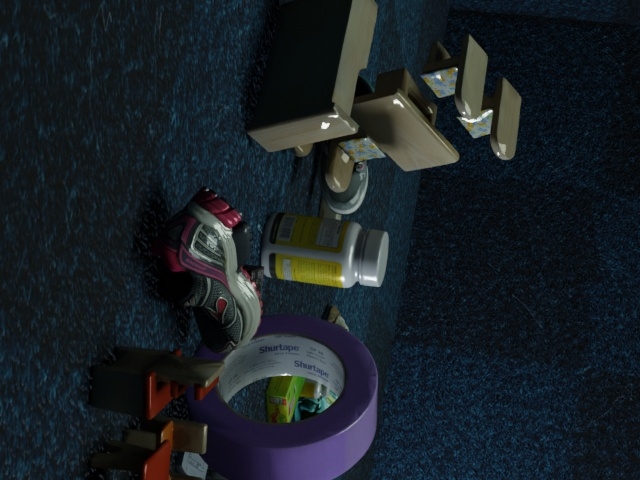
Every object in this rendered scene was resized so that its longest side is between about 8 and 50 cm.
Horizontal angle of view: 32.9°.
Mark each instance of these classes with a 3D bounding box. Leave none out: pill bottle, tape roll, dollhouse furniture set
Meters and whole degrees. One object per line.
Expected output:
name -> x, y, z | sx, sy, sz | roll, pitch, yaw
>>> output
pill bottle -> -0.024, 0.306, 2.254 | 0.043, 0.083, 0.043 | 8, 90, -78
pill bottle -> 0.009, 0.020, 1.912 | 0.119, 0.208, 0.119 | 8, 90, -78
tape roll -> -0.055, 0.227, 1.566 | 0.275, 0.275, 0.090 | -68, 161, -52
dollhouse furniture set -> -0.193, 0.263, 1.259 | 0.262, 0.135, 0.259 | -43, 139, -72
dollhouse furniture set -> 0.085, -0.202, 1.835 | 0.394, 0.362, 0.256 | 40, 53, -43

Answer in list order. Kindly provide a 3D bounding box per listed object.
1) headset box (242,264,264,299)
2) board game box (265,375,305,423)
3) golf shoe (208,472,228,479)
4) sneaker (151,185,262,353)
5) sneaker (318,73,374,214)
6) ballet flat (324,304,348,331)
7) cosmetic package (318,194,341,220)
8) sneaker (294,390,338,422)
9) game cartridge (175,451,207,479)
headset box -> -0.117, 0.074, 1.773 | 0.083, 0.032, 0.062 | -11, 108, -76
board game box -> -0.062, 0.270, 2.144 | 0.181, 0.043, 0.092 | -69, 163, -48
golf shoe -> -0.154, 0.405, 1.646 | 0.273, 0.105, 0.120 | -64, 150, -60
sneaker -> -0.158, 0.056, 1.416 | 0.112, 0.121, 0.299 | -42, 150, -25
sneaker -> 0.053, -0.213, 2.180 | 0.178, 0.124, 0.295 | 75, 17, -74
ballet flat -> 0.029, 0.225, 2.503 | 0.206, 0.067, 0.073 | -68, 162, -51
cosmetic package -> 0.027, -0.093, 2.350 | 0.060, 0.041, 0.115 | 40, 58, -77
sneaker -> -0.002, 0.337, 2.358 | 0.110, 0.107, 0.275 | 12, 85, -69
game cartridge -> -0.188, 0.323, 1.595 | 0.083, 0.017, 0.056 | 56, 37, -56
